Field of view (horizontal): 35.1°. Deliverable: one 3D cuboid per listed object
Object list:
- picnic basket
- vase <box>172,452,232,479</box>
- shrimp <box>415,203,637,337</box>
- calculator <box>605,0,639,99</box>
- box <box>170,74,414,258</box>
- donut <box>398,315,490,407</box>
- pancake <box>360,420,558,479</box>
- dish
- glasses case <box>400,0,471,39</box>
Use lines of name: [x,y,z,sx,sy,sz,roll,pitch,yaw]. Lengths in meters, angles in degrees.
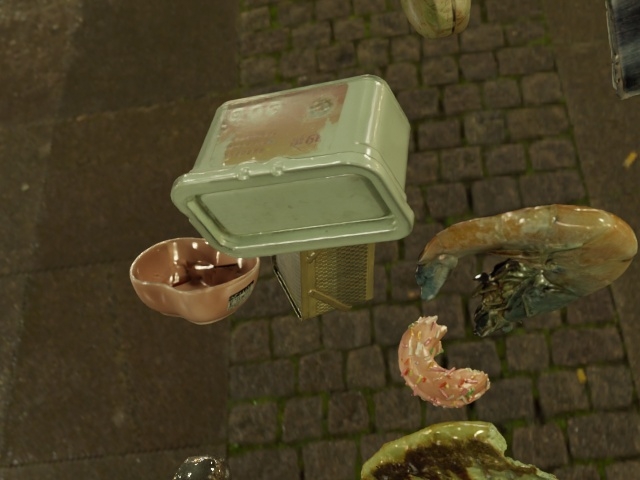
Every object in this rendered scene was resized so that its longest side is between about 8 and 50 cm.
picnic basket: [0.000,0.000,1.768,0.139,0.266,0.165,-18,48,-15]
vase: [-0.176,0.465,1.826,0.183,0.120,0.120,30,64,16]
shrimp: [0.176,0.032,0.992,0.178,0.289,0.075,14,72,-16]
calculator: [0.455,-0.254,1.131,0.262,0.161,0.021,-12,40,10]
box: [-0.026,-0.106,1.376,0.312,0.175,0.182,-7,52,27]
donut: [0.188,0.207,1.642,0.166,0.065,0.117,40,63,16]
pancake: [0.206,0.403,1.558,0.305,0.426,0.067,17,43,16]
dish: [-0.206,0.075,1.685,0.214,0.090,0.213,-1,24,0]
glasses case: [0.135,-0.485,1.381,0.098,0.425,0.156,-17,29,-11]
